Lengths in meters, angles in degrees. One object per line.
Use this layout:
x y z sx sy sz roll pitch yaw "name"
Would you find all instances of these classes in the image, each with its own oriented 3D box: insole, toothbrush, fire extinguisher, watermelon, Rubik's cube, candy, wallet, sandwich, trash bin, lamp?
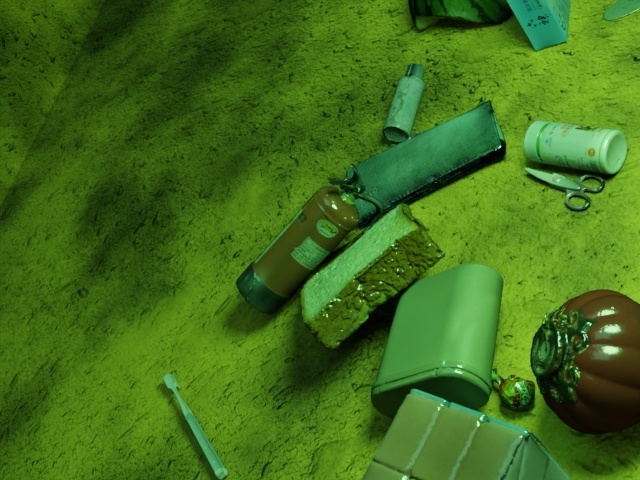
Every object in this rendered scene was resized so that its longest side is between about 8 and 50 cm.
0.706 -0.534 2.043 0.188 0.004 0.064 -30 42 15 "insole"
-0.270 0.389 1.987 0.025 0.030 0.342 -43 39 -1 "toothbrush"
-0.008 -0.008 2.011 0.376 0.200 0.113 -48 71 18 "fire extinguisher"
0.353 -0.671 2.326 0.330 0.189 0.331 -18 51 24 "watermelon"
0.220 0.395 1.428 0.224 0.231 0.221 14 65 43 "Rubik's cube"
0.300 0.242 1.649 0.060 0.060 0.201 -50 32 -9 "candy"
0.227 -0.174 2.076 0.379 0.046 0.191 -26 41 20 "wallet"
0.092 0.064 1.864 0.301 0.099 0.271 -41 9 9 "sandwich"
0.215 0.182 1.684 0.243 0.121 0.247 -24 38 45 "trash bin"
0.440 0.190 1.459 0.227 0.227 0.227 -22 43 23 "lamp"

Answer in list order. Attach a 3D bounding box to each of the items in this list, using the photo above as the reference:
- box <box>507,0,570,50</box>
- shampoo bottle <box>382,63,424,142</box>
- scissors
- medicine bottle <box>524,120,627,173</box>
0.473 -0.556 2.074 0.083 0.232 0.143 -12 48 32 "box"
0.203 -0.330 2.223 0.072 0.072 0.214 -6 51 36 "shampoo bottle"
0.471 -0.114 1.841 0.085 0.022 0.176 -51 43 -9 "scissors"
0.499 -0.184 1.833 0.183 0.086 0.086 16 66 45 "medicine bottle"
